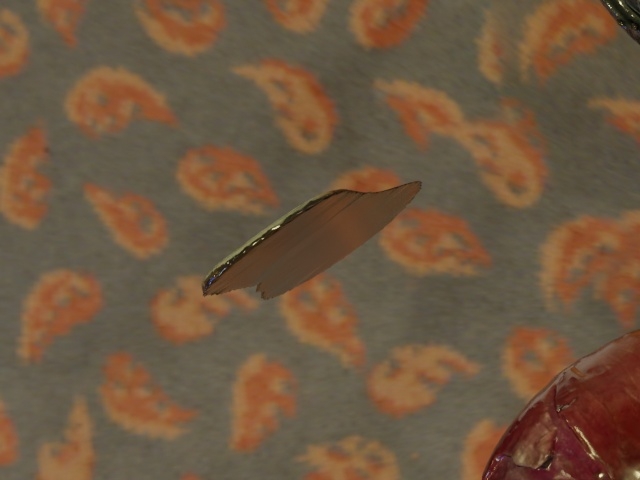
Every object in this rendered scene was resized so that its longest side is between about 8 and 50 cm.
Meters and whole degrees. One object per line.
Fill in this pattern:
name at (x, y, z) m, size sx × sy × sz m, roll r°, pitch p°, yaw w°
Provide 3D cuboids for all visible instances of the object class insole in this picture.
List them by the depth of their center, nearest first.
insole at (0.000, 0.000, 0.981) m, size 0.109 × 0.322 × 0.007 m, roll -38°, pitch 83°, yaw 9°

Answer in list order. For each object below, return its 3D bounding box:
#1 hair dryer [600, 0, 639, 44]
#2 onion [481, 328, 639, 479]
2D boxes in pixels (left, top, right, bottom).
hair dryer at (0.140, -0.193, 0.746) m, size 0.128 × 0.255 × 0.070 m, roll -39°, pitch 46°, yaw -5°
onion at (0.274, 0.229, 1.295) m, size 0.347 × 0.285 × 0.348 m, roll -4°, pitch 111°, yaw -9°
